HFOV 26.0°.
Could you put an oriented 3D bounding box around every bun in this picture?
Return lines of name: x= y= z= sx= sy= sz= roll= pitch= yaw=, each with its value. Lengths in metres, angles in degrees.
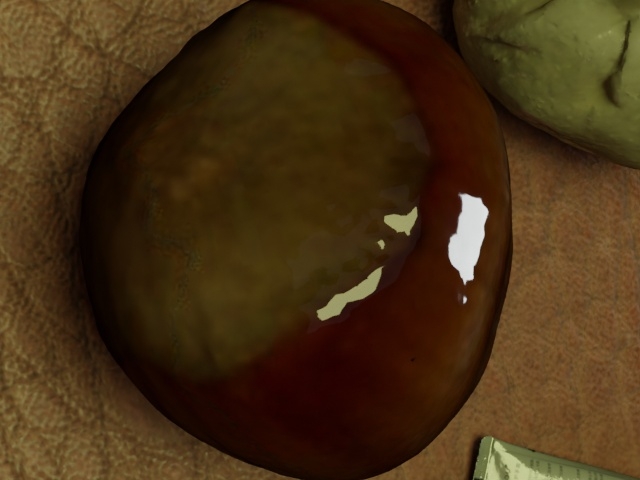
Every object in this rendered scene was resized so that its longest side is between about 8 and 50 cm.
bun: x=0.303 y=-0.242 z=1.210 sx=0.365 sy=0.219 sz=0.365 roll=0 pitch=90 yaw=-11

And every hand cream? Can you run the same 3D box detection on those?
hand cream: x=0.244 y=0.241 z=1.291 sx=0.234 sy=0.050 sz=0.080 roll=14 pitch=83 yaw=-19

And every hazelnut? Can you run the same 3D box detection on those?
hazelnut: x=-0.006 y=-0.004 z=1.038 sx=0.366 sy=0.366 sz=0.365 roll=1 pitch=88 yaw=-25
